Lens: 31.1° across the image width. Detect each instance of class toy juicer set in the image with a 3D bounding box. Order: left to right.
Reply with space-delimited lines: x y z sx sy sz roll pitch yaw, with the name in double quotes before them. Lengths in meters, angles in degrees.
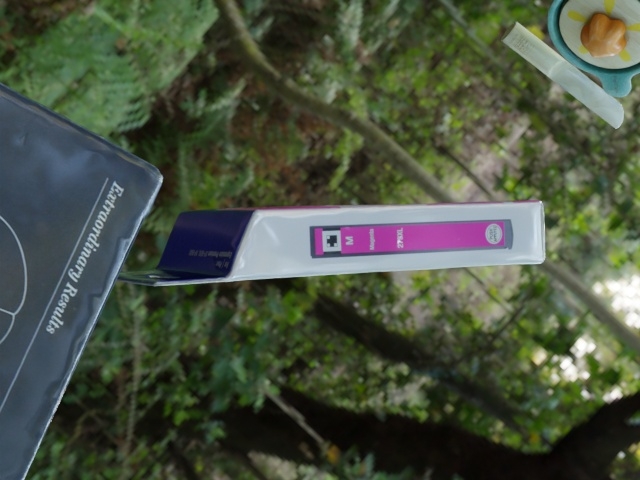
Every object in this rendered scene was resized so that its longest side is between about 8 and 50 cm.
"toy juicer set" 0.290 -0.257 1.303 0.329 0.209 0.089 103 14 -54

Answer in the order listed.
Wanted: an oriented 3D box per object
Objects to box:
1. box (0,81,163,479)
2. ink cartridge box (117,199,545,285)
"box" -0.370 -0.005 0.831 0.212 0.395 0.293 1 -115 60
"ink cartridge box" 0.000 0.000 1.026 0.371 0.069 0.176 -5 -177 -27
